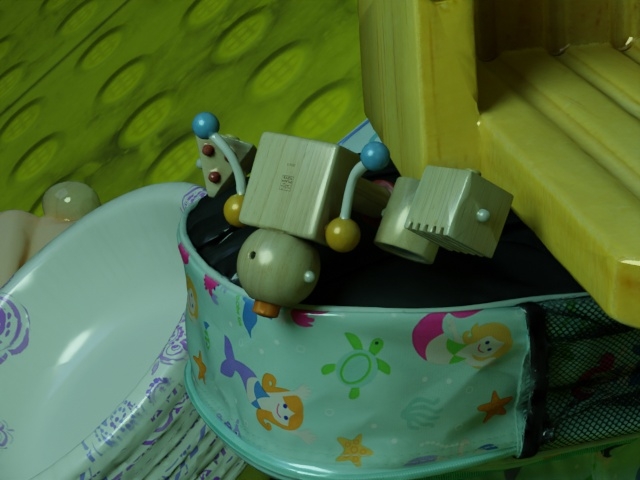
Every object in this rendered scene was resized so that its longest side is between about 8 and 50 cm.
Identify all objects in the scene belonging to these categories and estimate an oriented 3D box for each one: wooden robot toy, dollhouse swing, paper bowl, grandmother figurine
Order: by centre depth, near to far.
[{"bbox_3d":[0.000,0.000,0.621,0.173,0.076,0.079,13,80,36],"label":"wooden robot toy"},{"bbox_3d":[0.214,-0.145,0.631,0.346,0.315,0.305,-5,9,-10],"label":"dollhouse swing"},{"bbox_3d":[-0.130,0.110,0.976,0.284,0.148,0.284,-29,33,21],"label":"paper bowl"},{"bbox_3d":[-0.262,0.094,1.204,0.208,0.104,0.342,-39,26,24],"label":"grandmother figurine"}]

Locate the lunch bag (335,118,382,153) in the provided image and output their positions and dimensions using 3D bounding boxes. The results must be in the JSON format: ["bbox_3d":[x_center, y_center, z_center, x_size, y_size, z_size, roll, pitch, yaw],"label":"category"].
[{"bbox_3d":[0.077,-0.036,0.978,0.219,0.090,0.176,-40,31,5],"label":"lunch bag"}]

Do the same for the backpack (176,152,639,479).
[{"bbox_3d":[0.054,0.044,0.745,0.253,0.191,0.225,-5,21,-24],"label":"backpack"}]
